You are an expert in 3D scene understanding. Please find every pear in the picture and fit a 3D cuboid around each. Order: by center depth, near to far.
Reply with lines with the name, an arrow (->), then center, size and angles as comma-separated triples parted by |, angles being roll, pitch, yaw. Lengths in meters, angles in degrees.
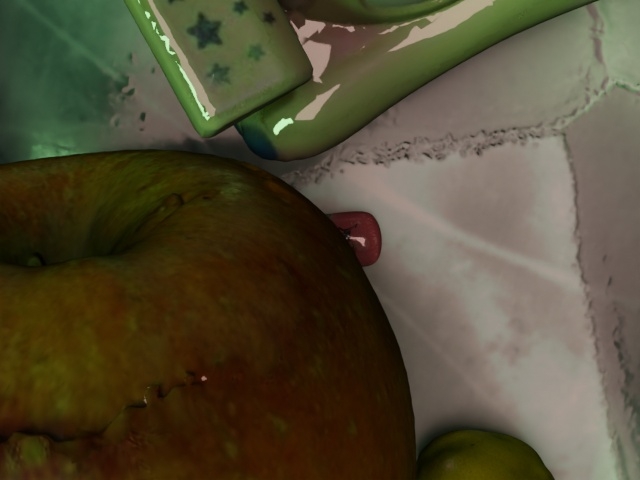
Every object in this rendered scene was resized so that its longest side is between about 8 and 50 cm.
pear -> 0.108, 0.171, 0.688 | 0.097, 0.092, 0.092 | 19, 102, 45

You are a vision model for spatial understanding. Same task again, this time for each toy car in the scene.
toy car -> 0.051, -0.209, 0.570 | 0.336, 0.226, 0.242 | -28, 94, 9

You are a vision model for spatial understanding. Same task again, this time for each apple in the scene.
apple -> -0.129, 0.135, 0.558 | 0.374, 0.384, 0.375 | 16, 119, 31

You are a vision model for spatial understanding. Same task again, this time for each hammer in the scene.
hammer -> 0.000, 0.000, 0.695 | 0.083, 0.043, 0.043 | -5, 97, 6
